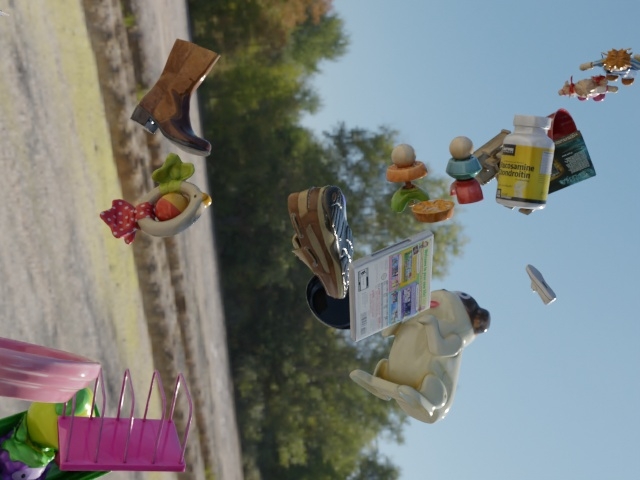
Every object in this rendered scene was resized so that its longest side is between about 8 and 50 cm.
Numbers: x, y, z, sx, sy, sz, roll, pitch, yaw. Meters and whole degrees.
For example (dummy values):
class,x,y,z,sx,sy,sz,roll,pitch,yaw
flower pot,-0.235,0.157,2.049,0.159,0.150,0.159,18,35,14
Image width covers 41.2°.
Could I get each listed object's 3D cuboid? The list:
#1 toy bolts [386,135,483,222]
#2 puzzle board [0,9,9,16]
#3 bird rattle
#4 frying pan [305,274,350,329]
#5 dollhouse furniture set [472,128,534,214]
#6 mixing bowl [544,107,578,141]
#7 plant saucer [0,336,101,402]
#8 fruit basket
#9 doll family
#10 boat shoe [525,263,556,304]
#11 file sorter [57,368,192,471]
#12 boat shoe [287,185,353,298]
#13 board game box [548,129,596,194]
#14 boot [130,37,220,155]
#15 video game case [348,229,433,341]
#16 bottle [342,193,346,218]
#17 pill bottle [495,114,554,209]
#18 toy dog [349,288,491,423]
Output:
class,x,y,z,sx,sy,sz,roll,pitch,yaw
toy bolts,0.286,-0.156,2.035,0.218,0.228,0.159,-131,-150,-68
puzzle board,-0.622,-0.412,1.499,0.128,0.096,0.011,-59,152,-83
bird rattle,-0.371,-0.082,1.977,0.206,0.253,0.143,24,-40,39
frying pan,0.082,0.142,2.473,0.326,0.197,0.053,-43,170,-42
dollhouse furniture set,0.581,-0.230,2.563,0.242,0.161,0.212,33,-24,59
mixing bowl,0.567,-0.228,2.110,0.181,0.098,0.182,12,74,-50
plant saucer,-0.565,0.223,1.514,0.332,0.332,0.084,128,-25,-82
fruit basket,-0.713,0.537,2.290,0.392,0.391,0.283,121,-51,-81
doll family,0.567,-0.307,1.531,0.163,0.262,0.119,-12,107,-70
boat shoe,0.481,0.099,1.887,0.035,0.035,0.100,-51,-120,34
file sorter,-0.470,0.421,2.050,0.202,0.290,0.182,-130,-129,-62
boat shoe,0.000,0.000,1.880,0.324,0.119,0.123,78,20,-45
board game box,0.515,-0.160,1.919,0.126,0.186,0.026,56,20,-37
boot,-0.357,-0.397,2.371,0.281,0.264,0.096,-59,158,-6
video game case,0.145,0.095,1.751,0.023,0.193,0.213,47,-29,43
bottle,0.031,-0.010,2.461,0.118,0.092,0.283,49,34,-60
pill bottle,0.417,-0.159,1.727,0.103,0.103,0.184,-131,-133,-81
toy dog,0.359,0.338,2.620,0.284,0.395,0.408,4,-120,58
